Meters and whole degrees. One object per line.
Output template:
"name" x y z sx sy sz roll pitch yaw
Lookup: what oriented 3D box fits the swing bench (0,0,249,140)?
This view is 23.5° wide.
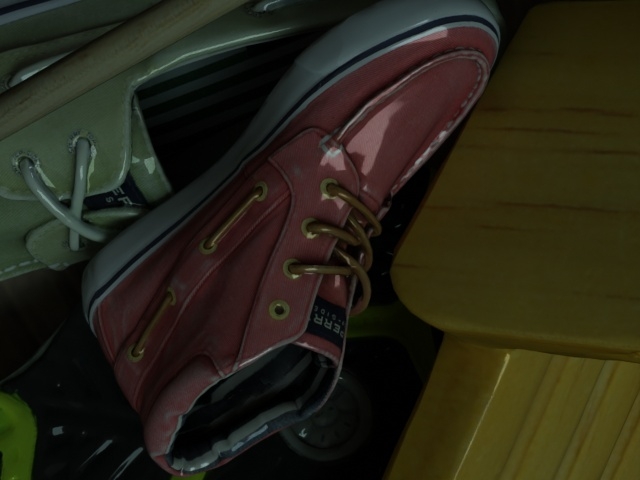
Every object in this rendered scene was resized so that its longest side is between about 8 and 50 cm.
"swing bench" -0.095 -0.157 0.369 0.253 0.165 0.255 -26 93 21

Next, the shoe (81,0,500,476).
"shoe" 0.000 0.000 0.503 0.178 0.081 0.063 -40 143 16

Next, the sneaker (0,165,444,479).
"sneaker" -0.073 0.087 0.648 0.384 0.145 0.147 -26 168 -13

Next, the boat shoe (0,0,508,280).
"boat shoe" -0.077 -0.046 0.553 0.302 0.094 0.109 -27 129 -1

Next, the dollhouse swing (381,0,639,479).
"dollhouse swing" 0.203 0.112 0.574 0.347 0.315 0.305 26 73 -52
